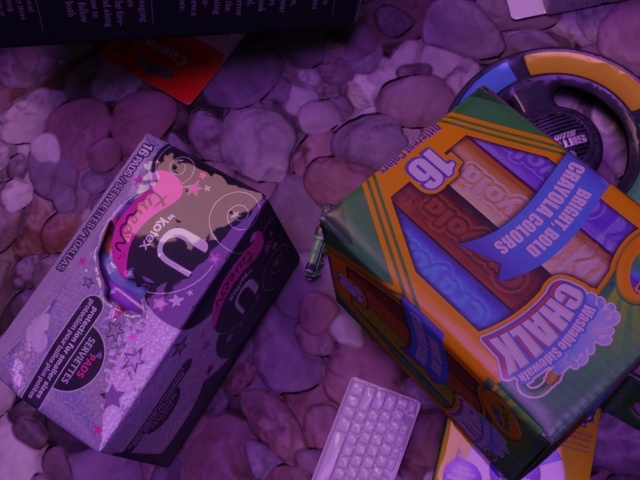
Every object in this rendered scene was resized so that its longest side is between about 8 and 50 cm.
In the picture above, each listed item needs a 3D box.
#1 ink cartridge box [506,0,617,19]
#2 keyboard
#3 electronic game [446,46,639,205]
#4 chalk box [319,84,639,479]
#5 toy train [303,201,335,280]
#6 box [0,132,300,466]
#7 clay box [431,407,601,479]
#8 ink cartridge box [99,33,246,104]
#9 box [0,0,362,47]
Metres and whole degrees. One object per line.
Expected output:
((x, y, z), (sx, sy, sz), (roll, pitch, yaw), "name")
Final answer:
((0.289, -0.313, 0.824), (0.180, 0.060, 0.104), (-11, 70, 4), "ink cartridge box")
((0.015, 0.254, 0.683), (0.072, 0.014, 0.256), (19, 74, 14), "keyboard")
((0.235, -0.093, 0.759), (0.229, 0.048, 0.230), (-2, 70, 6), "electronic game")
((0.163, 0.060, 0.591), (0.179, 0.180, 0.289), (-38, 65, -13), "chalk box")
((0.000, 0.000, 0.770), (0.017, 0.024, 0.083), (13, 72, 12), "toy train")
((-0.148, 0.060, 0.694), (0.142, 0.163, 0.247), (27, 76, 17), "box")
((0.167, 0.192, 0.663), (0.127, 0.053, 0.222), (12, 74, 11), "clay box")
((-0.158, -0.264, 0.876), (0.145, 0.045, 0.179), (31, 75, 17), "ink cartridge box")
((-0.165, -0.380, 0.761), (0.395, 0.212, 0.294), (-8, 61, -14), "box")
